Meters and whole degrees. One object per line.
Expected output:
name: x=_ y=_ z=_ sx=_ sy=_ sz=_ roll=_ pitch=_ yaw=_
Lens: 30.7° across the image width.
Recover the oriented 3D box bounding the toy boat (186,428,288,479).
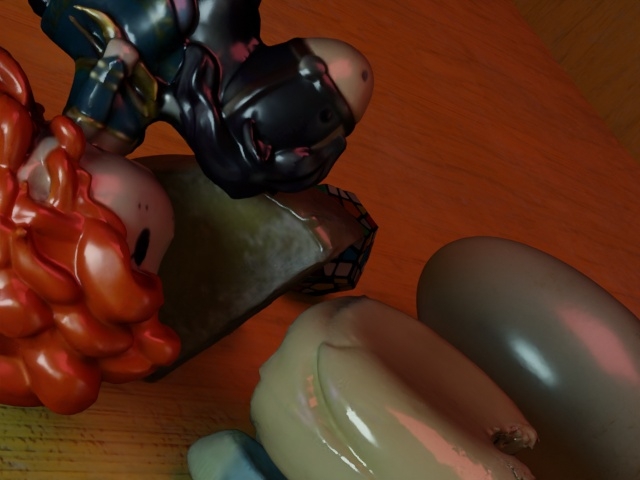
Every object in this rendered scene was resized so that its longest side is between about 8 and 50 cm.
toy boat: x=0.025 y=0.282 z=0.961 sx=0.330 sy=0.123 sz=0.215 roll=40 pitch=15 yaw=17

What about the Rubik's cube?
Rubik's cube: x=0.000 y=0.000 z=1.317 sx=0.112 sy=0.133 sz=0.133 roll=23 pitch=22 yaw=12

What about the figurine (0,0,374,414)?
figurine: x=-0.152 y=-0.079 z=0.858 sx=0.306 sy=0.412 sz=0.241 roll=49 pitch=-13 yaw=-5

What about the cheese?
cheese: x=0.068 y=0.155 z=0.969 sx=0.233 sy=0.127 sz=0.266 roll=38 pitch=16 yaw=17

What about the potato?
potato: x=-0.092 y=-0.024 z=1.052 sx=0.189 sy=0.264 sz=0.211 roll=56 pitch=31 yaw=2

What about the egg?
egg: x=0.261 y=0.147 z=1.350 sx=0.371 sy=0.230 sz=0.230 roll=47 pitch=25 yaw=15
